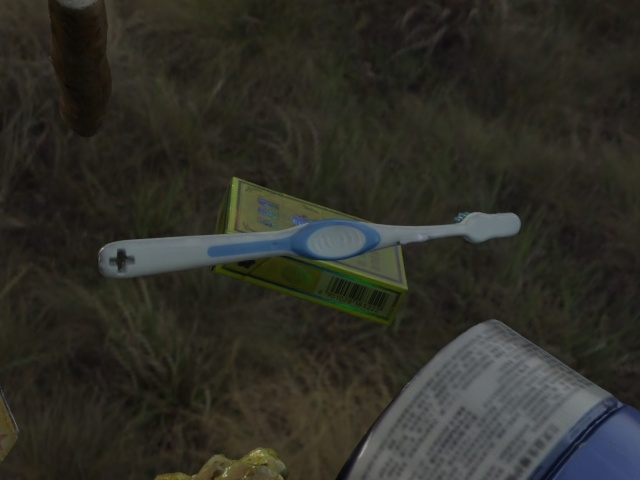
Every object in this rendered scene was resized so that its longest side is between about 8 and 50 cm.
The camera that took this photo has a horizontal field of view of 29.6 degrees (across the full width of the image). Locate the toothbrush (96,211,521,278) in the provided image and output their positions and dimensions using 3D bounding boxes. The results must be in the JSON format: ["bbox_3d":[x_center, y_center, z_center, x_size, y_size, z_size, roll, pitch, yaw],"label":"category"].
[{"bbox_3d":[0.002,0.001,1.031,0.386,0.040,0.040,-6,54,-24],"label":"toothbrush"}]

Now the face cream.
[{"bbox_3d":[0.161,0.218,1.015,0.225,0.249,0.249,38,49,23],"label":"face cream"}]

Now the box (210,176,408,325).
[{"bbox_3d":[-0.014,0.011,1.415,0.220,0.064,0.141,19,28,-12],"label":"box"}]

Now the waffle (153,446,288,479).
[{"bbox_3d":[-0.155,0.282,0.945,0.068,0.302,0.325,58,12,-11],"label":"waffle"}]

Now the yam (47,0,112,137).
[{"bbox_3d":[-0.209,-0.157,1.050,0.056,0.241,0.057,3,69,-7],"label":"yam"}]

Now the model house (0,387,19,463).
[{"bbox_3d":[-0.385,0.140,1.006,0.219,0.136,0.207,-16,77,-1],"label":"model house"}]
